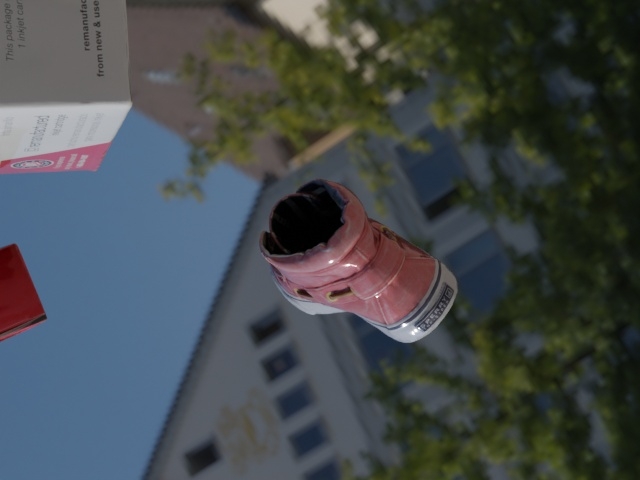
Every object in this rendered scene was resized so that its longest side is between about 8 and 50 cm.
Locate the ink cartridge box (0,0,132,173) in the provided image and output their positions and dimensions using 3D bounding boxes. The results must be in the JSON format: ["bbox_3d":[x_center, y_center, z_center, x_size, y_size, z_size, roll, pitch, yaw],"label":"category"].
[{"bbox_3d":[-0.361,-0.144,1.388,0.279,0.384,0.160,149,117,-75],"label":"ink cartridge box"}]

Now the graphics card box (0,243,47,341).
[{"bbox_3d":[-0.435,0.093,1.843,0.094,0.233,0.371,67,163,-3],"label":"graphics card box"}]

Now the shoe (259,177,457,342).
[{"bbox_3d":[0.000,0.000,0.937,0.081,0.063,0.178,40,172,-26],"label":"shoe"}]
